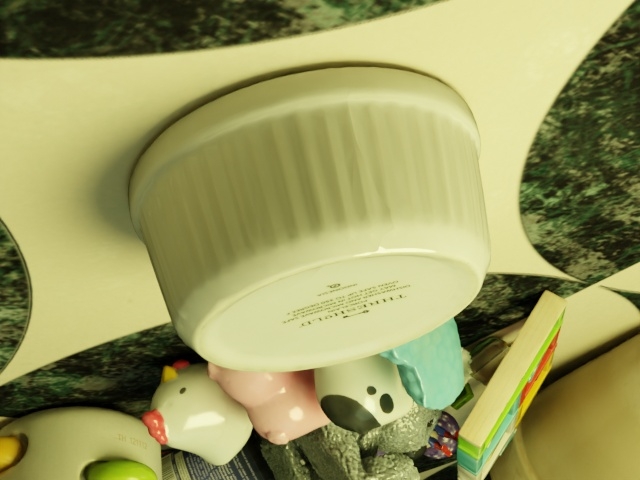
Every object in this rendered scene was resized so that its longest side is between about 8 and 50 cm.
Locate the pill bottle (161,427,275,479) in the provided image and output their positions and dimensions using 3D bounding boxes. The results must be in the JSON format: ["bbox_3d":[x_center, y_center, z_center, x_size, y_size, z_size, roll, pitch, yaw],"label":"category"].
[{"bbox_3d":[-0.104,0.285,1.344,0.219,0.123,0.123,-28,155,1],"label":"pill bottle"}]

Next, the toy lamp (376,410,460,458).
[{"bbox_3d":[0.100,0.272,1.428,0.080,0.080,0.275,-26,165,24],"label":"toy lamp"}]

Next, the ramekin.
[{"bbox_3d":[0.000,0.000,0.804,0.273,0.127,0.273,-11,155,-5],"label":"ramekin"}]

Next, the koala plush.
[{"bbox_3d":[0.057,0.185,1.220,0.221,0.203,0.196,-24,173,-33],"label":"koala plush"}]

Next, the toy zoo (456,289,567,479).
[{"bbox_3d":[0.223,0.192,1.302,0.192,0.030,0.293,-55,161,-15],"label":"toy zoo"}]

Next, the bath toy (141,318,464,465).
[{"bbox_3d":[-0.040,0.129,1.050,0.348,0.151,0.129,-23,165,35],"label":"bath toy"}]

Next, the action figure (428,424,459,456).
[{"bbox_3d":[0.119,0.220,1.299,0.038,0.115,0.030,-47,122,-17],"label":"action figure"}]

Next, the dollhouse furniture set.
[{"bbox_3d":[0.167,0.159,1.358,0.152,0.058,0.076,-40,142,10],"label":"dollhouse furniture set"}]

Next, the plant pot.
[{"bbox_3d":[0.429,0.266,1.432,0.323,0.323,0.280,5,134,-35],"label":"plant pot"}]

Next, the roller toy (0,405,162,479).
[{"bbox_3d":[-0.276,0.274,1.226,0.209,0.146,0.191,-7,146,0],"label":"roller toy"}]

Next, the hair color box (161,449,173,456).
[{"bbox_3d":[-0.217,0.328,1.493,0.072,0.043,0.141,-11,157,-6],"label":"hair color box"}]
